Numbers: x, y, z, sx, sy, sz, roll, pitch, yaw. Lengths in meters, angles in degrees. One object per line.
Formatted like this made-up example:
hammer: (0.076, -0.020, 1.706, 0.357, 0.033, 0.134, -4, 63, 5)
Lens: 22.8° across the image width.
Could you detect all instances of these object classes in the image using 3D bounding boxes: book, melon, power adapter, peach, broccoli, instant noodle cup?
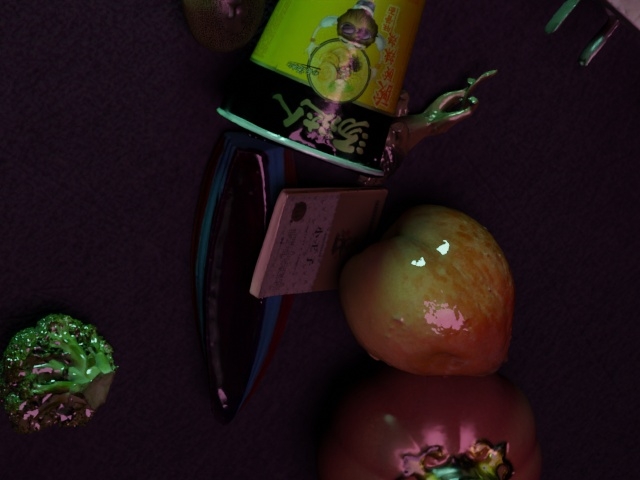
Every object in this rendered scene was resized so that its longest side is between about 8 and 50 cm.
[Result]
book: (0.000, 0.000, 1.944, 0.198, 0.016, 0.139, -4, 116, -50)
melon: (-0.111, -0.293, 1.797, 0.099, 0.099, 0.162, -6, 116, -14)
power adapter: (0.357, -0.309, 1.906, 0.130, 0.125, 0.205, 34, 100, -27)
peach: (0.142, 0.077, 1.962, 0.232, 0.232, 0.233, -6, 115, -13)
broccoli: (-0.317, 0.162, 1.928, 0.162, 0.137, 0.146, -16, 116, -54)
instant noodle cup: (0.017, -0.212, 1.821, 0.215, 0.215, 0.236, 20, 97, -23)

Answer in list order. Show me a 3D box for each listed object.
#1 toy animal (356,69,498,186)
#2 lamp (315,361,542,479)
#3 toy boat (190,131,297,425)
toy animal: (0.123, -0.151, 1.946, 0.219, 0.069, 0.086, -33, 139, 6)
lamp: (0.147, 0.294, 2.049, 0.305, 0.240, 0.305, -6, 115, -14)
toy boat: (-0.099, 0.059, 1.960, 0.136, 0.079, 0.392, 9, 112, 4)
